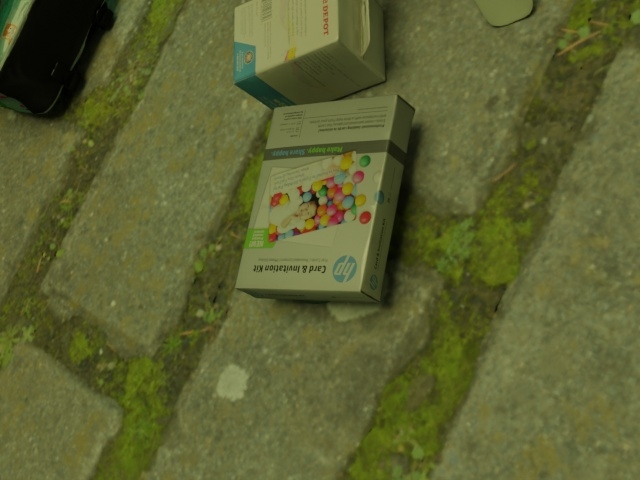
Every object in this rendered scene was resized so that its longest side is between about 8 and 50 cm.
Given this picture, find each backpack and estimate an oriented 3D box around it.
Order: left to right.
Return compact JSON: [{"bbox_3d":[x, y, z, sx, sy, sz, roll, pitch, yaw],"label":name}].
[{"bbox_3d":[-0.422,-0.292,1.310,0.253,0.191,0.225,19,84,45],"label":"backpack"}]

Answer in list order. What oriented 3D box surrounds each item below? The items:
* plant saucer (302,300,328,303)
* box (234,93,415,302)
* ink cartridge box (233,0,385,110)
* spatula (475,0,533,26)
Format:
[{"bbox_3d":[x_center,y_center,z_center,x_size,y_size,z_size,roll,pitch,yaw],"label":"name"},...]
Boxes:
[{"bbox_3d":[0.000,0.000,0.966,0.119,0.021,0.119,-15,63,31],"label":"plant saucer"},{"bbox_3d":[0.004,-0.038,0.940,0.145,0.038,0.186,0,72,37],"label":"box"},{"bbox_3d":[-0.003,-0.197,1.007,0.143,0.090,0.092,-15,63,30],"label":"ink cartridge box"},{"bbox_3d":[0.169,-0.319,0.872,0.168,0.242,0.019,-18,19,34],"label":"spatula"}]
